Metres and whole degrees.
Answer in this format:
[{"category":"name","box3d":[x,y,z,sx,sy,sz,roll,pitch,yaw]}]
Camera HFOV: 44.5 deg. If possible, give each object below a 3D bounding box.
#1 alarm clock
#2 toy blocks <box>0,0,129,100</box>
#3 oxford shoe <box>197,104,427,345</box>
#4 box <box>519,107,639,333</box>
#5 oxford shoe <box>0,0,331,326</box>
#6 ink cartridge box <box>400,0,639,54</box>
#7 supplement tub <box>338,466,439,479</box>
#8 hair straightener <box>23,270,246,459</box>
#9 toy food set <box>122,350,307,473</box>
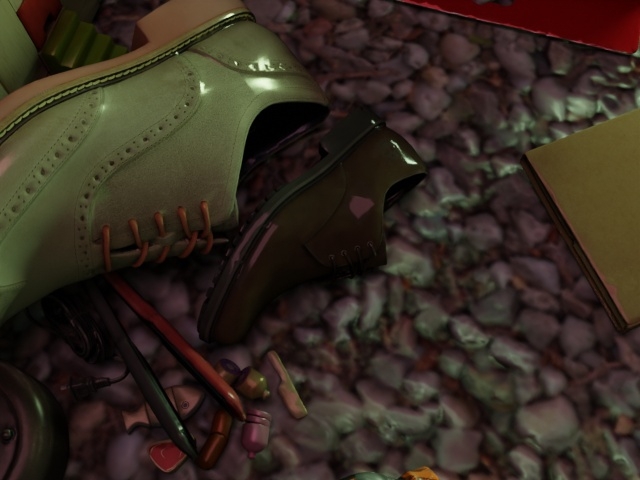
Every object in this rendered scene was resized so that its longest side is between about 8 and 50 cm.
[{"category":"alarm clock","box3d":[-0.248,0.126,0.543,0.129,0.064,0.192,-10,64,-5]},{"category":"toy blocks","box3d":[-0.276,-0.195,0.562,0.190,0.261,0.381,13,66,9]},{"category":"oxford shoe","box3d":[0.000,0.000,0.587,0.096,0.083,0.227,39,73,10]},{"category":"box","box3d":[0.289,-0.036,0.637,0.201,0.021,0.164,-21,69,-9]},{"category":"oxford shoe","box3d":[-0.136,-0.037,0.544,0.146,0.140,0.397,38,60,5]},{"category":"ink cartridge box","box3d":[0.179,-0.342,0.707,0.309,0.130,0.272,14,69,5]},{"category":"supplement tub","box3d":[-0.003,0.216,0.475,0.190,0.117,0.117,-20,69,-9]},{"category":"hair straightener","box3d":[-0.157,0.071,0.563,0.089,0.047,0.230,-40,66,-17]},{"category":"toy food set","box3d":[-0.075,0.128,0.563,0.122,0.019,0.078,-26,70,-11]}]
